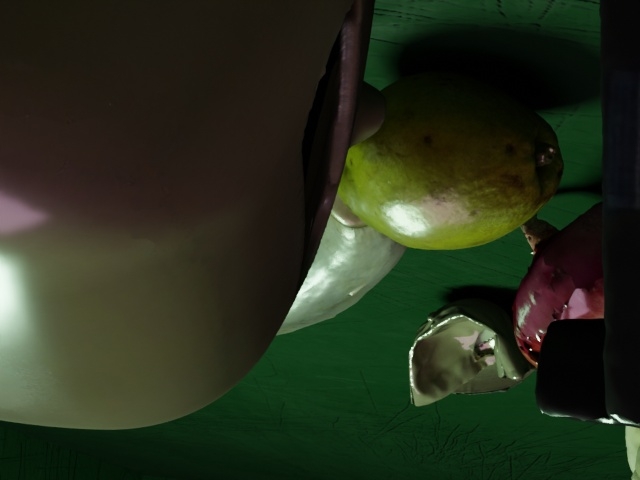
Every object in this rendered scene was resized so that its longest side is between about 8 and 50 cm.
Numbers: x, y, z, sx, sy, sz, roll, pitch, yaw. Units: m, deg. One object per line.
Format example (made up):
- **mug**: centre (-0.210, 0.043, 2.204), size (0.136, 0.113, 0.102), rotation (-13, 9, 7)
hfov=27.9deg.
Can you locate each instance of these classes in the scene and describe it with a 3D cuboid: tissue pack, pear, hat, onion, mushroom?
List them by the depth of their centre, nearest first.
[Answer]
- **tissue pack**: centre (-0.115, -0.068, 0.510), size (0.277, 0.267, 0.387), rotation (15, 162, 4)
- **pear**: centre (0.072, -0.046, 0.740), size (0.131, 0.107, 0.107), rotation (-10, 154, 27)
- **onion**: centre (0.174, 0.011, 0.861), size (0.150, 0.140, 0.150), rotation (-25, 150, -15)
- **mushroom**: centre (0.000, 0.000, 0.956), size (0.118, 0.103, 0.270), rotation (14, 154, -26)
- **hat**: centre (0.163, 0.097, 1.208), size (0.175, 0.085, 0.147), rotation (-3, 165, -43)

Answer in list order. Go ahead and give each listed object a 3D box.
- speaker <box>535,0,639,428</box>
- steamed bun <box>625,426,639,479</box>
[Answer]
- **speaker**: centre (0.222, -0.038, 0.415), size (0.254, 0.184, 0.232), rotation (3, -172, 31)
- **steamed bun**: centre (0.338, 0.157, 0.832), size (0.320, 0.206, 0.275), rotation (-5, -165, -43)
